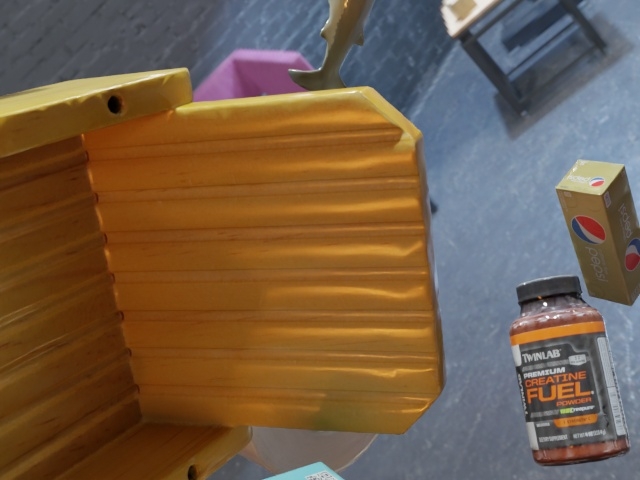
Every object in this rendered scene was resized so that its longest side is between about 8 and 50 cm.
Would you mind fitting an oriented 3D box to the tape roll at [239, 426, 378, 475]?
[{"bbox_3d":[-0.017,0.156,1.134,0.100,0.286,0.286,15,60,45],"label":"tape roll"}]

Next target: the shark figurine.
[{"bbox_3d":[0.054,-0.261,0.879,0.166,0.116,0.278,-152,68,-71],"label":"shark figurine"}]

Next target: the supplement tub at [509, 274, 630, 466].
[{"bbox_3d":[0.265,0.140,0.970,0.106,0.106,0.197,-23,71,48],"label":"supplement tub"}]

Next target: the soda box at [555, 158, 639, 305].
[{"bbox_3d":[0.343,-0.007,1.071,0.061,0.181,0.058,14,51,45],"label":"soda box"}]

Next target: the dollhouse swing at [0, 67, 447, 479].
[{"bbox_3d":[-0.113,0.059,0.676,0.305,0.346,0.315,5,21,34],"label":"dollhouse swing"}]

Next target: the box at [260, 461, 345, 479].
[{"bbox_3d":[-0.051,0.304,0.718,0.060,0.100,0.244,31,106,33],"label":"box"}]
